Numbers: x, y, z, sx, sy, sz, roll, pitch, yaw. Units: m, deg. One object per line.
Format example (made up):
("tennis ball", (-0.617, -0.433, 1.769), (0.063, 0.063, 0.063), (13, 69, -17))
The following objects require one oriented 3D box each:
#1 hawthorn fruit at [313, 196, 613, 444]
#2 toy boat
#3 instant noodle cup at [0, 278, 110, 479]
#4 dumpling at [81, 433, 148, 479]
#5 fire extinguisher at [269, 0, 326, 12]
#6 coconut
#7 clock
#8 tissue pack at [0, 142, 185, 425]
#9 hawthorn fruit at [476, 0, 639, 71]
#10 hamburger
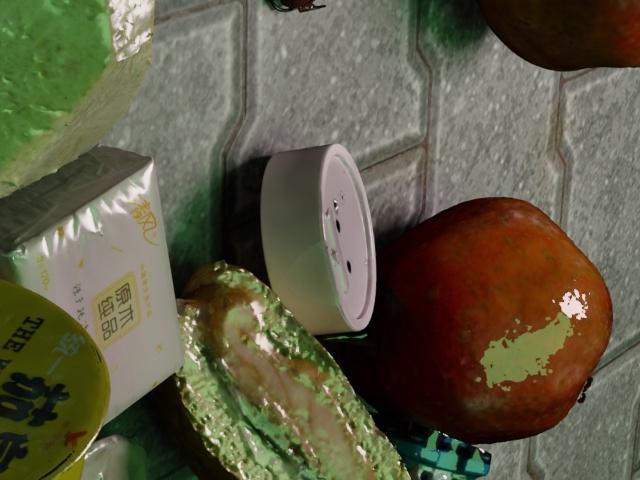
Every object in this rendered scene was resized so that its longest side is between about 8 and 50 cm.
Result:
("hawthorn fruit", (0.146, 0.096, 2.018), (0.369, 0.285, 0.284), (-5, 111, -30))
("toy boat", (0.060, 0.240, 1.930), (0.134, 0.299, 0.092), (20, 81, -24))
("instant noodle cup", (-0.329, 0.206, 1.370), (0.326, 0.326, 0.254), (-32, 139, -43))
("dumpling", (-0.228, 0.239, 1.693), (0.150, 0.092, 0.176), (-47, 139, -29))
("fire extinguisher", (-0.035, -0.273, 1.763), (0.056, 0.039, 0.132), (-26, 135, -4))
("coconut", (-0.277, -0.178, 1.259), (0.298, 0.309, 0.297), (-6, 116, -13))
("clock", (0.000, 0.000, 1.841), (0.197, 0.068, 0.196), (-8, 90, -74))
("tissue pack", (-0.230, 0.049, 1.571), (0.185, 0.124, 0.225), (-38, 135, -41))
("hawthorn fruit", (0.297, -0.340, 1.976), (0.325, 0.308, 0.308), (11, 97, -46))
("hamburger", (-0.066, 0.184, 1.809), (0.162, 0.209, 0.330), (-45, 103, -20))
